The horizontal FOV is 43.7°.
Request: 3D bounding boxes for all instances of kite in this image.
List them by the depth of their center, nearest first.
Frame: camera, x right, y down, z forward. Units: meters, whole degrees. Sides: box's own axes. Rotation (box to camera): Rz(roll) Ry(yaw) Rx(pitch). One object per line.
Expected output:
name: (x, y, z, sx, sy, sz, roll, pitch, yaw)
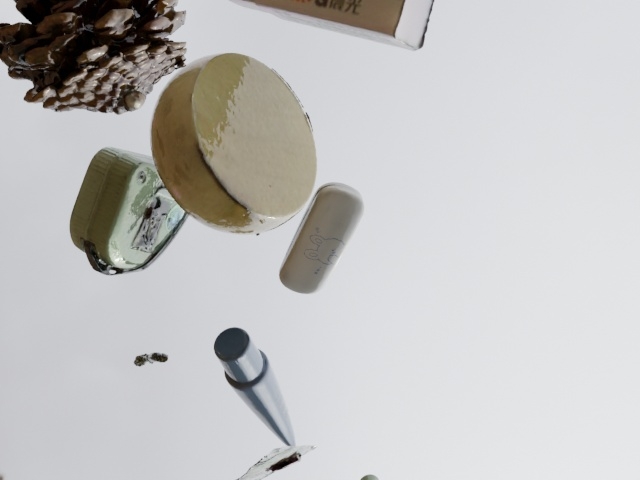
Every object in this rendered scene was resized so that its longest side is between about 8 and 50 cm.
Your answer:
kite: (-0.099, 0.290, 0.957, 0.229, 0.250, 0.012, -49, -119, 42)

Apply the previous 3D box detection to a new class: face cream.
face cream: (-0.116, 0.293, 1.551, 0.135, 0.086, 0.385, 56, -9, 38)

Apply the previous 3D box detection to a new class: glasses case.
glasses case: (0.000, 0.000, 1.397, 0.059, 0.092, 0.233, -87, -158, -56)

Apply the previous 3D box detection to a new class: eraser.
eraser: (0.009, -0.345, 1.048, 0.287, 0.086, 0.130, 23, -77, 27)

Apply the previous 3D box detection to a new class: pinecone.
pinecone: (-0.195, -0.185, 0.664, 0.174, 0.174, 0.173, 6, -82, 49)

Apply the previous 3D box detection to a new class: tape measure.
tape measure: (-0.294, -0.042, 1.327, 0.115, 0.235, 0.207, 21, -84, 21)

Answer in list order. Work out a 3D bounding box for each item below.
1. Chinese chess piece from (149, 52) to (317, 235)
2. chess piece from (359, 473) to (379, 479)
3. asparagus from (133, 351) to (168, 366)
Chinese chess piece: (-0.114, -0.129, 1.085, 0.097, 0.251, 0.250, -20, -102, 39)
chess piece: (0.093, 0.425, 1.333, 0.149, 0.059, 0.059, -172, -101, -80)
asparagus: (-0.266, 0.184, 1.240, 0.022, 0.023, 0.233, 58, -23, -2)
